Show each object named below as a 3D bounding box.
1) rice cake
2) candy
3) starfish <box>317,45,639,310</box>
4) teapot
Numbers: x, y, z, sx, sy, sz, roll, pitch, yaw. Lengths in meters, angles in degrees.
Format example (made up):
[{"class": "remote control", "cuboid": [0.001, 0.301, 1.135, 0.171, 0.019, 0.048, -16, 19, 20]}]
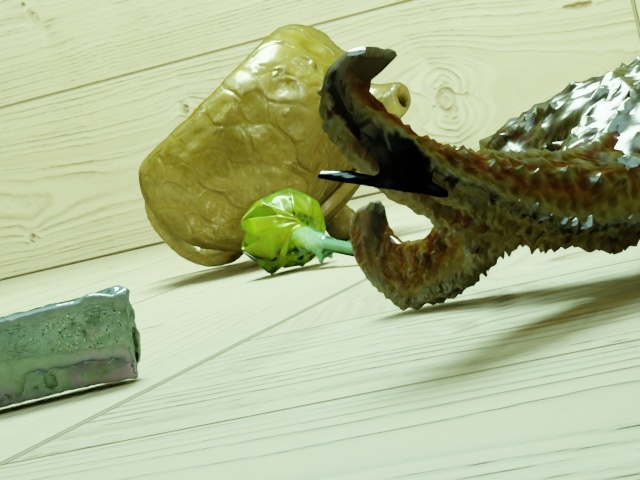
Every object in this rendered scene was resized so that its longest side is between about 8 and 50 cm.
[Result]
[{"class": "rice cake", "cuboid": [-0.181, 0.062, 0.811, 0.210, 0.043, 0.034, -13, -2, -5]}, {"class": "candy", "cuboid": [0.000, 0.000, 1.269, 0.058, 0.062, 0.194, 34, -8, -23]}, {"class": "starfish", "cuboid": [0.123, -0.038, 0.736, 0.303, 0.113, 0.312, -15, 6, -40]}, {"class": "teapot", "cuboid": [-0.038, -0.056, 1.543, 0.311, 0.167, 0.203, -39, 9, 44]}]
